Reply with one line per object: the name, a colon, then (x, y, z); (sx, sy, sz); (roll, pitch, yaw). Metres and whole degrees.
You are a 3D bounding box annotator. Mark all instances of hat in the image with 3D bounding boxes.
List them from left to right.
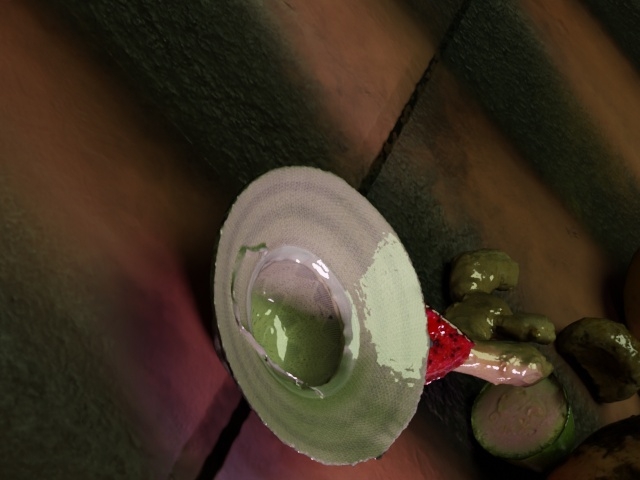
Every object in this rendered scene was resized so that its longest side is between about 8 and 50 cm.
hat: (-0.028, 0.070, 0.971); (0.252, 0.110, 0.252); (21, 60, -42)

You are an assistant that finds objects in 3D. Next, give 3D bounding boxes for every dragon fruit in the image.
dragon fruit: (0.046, 0.082, 1.080); (0.162, 0.106, 0.083); (38, -4, -11)

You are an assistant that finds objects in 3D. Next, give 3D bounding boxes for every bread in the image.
bread: (0.339, 0.134, 1.382); (0.113, 0.082, 0.060); (55, 34, -12)

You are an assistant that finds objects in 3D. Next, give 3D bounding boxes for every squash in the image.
squash: (0.228, 0.204, 1.210); (0.132, 0.105, 0.105); (48, 35, -44)

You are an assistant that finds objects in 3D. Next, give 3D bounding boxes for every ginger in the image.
ginger: (0.180, 0.082, 1.215); (0.149, 0.065, 0.258); (26, 27, 12)

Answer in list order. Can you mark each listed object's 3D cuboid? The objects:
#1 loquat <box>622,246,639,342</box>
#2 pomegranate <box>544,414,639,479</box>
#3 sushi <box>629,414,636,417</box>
loquat: (0.510, 0.081, 1.487); (0.244, 0.244, 0.243); (28, 47, -35)
pomegranate: (0.340, 0.312, 1.103); (0.322, 0.322, 0.322); (28, 47, -35)
sushi: (0.407, 0.241, 1.397); (0.083, 0.056, 0.084); (-5, 67, -37)
